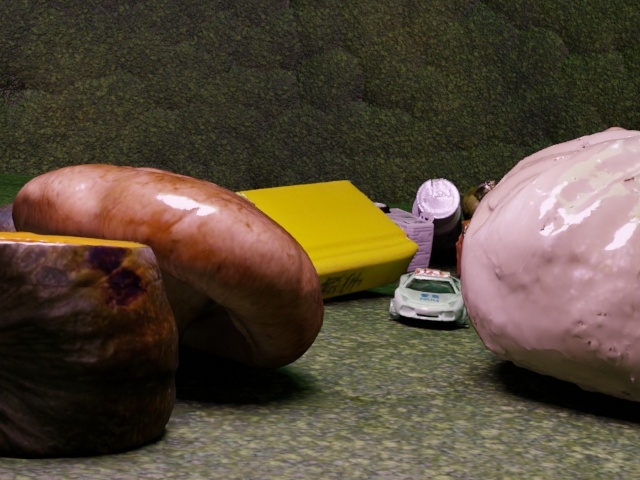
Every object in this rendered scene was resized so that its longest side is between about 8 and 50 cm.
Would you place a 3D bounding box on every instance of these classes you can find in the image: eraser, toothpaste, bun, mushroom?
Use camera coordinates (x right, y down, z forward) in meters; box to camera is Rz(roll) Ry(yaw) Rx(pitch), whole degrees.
[{"bbox_3d":[0.000,0.000,1.447,0.226,0.069,0.158,-9,47,-47],"label":"eraser"},{"bbox_3d":[0.183,-0.017,1.853,0.114,0.073,0.299,5,-18,5],"label":"toothpaste"},{"bbox_3d":[0.302,0.027,1.034,0.362,0.234,0.326,11,0,-8],"label":"bun"},{"bbox_3d":[-0.124,0.020,0.940,0.278,0.146,0.278,24,-19,9],"label":"mushroom"}]

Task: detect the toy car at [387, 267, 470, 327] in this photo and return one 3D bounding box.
[{"bbox_3d":[0.132,0.062,1.349,0.093,0.058,0.186,7,6,7],"label":"toy car"}]

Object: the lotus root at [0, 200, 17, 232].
[{"bbox_3d":[-0.329,0.007,1.256,0.192,0.113,0.088,6,-33,51],"label":"lotus root"}]

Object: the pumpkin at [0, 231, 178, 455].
[{"bbox_3d":[-0.242,0.059,0.728,0.317,0.139,0.222,6,2,-19],"label":"pumpkin"}]

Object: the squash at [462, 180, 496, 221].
[{"bbox_3d":[0.280,-0.031,1.852,0.080,0.071,0.318,-6,-22,20],"label":"squash"}]

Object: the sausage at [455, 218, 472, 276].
[{"bbox_3d":[0.339,0.019,1.728,0.271,0.109,0.109,8,6,3],"label":"sausage"}]

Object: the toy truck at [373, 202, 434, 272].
[{"bbox_3d":[0.053,0.005,1.644,0.242,0.101,0.125,-4,15,-40],"label":"toy truck"}]
